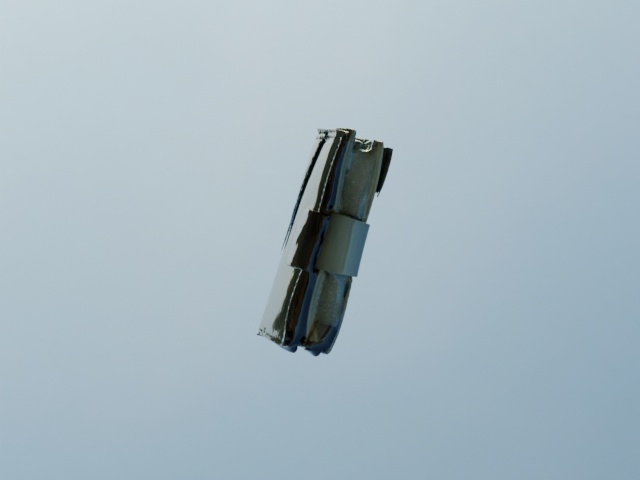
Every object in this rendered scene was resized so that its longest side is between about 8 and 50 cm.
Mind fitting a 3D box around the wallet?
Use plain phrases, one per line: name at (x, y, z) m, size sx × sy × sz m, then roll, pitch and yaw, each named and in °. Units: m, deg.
wallet at (0.000, 0.000, 2.033) m, size 0.176 × 0.075 × 0.250 m, roll -164°, pitch -89°, yaw -76°
